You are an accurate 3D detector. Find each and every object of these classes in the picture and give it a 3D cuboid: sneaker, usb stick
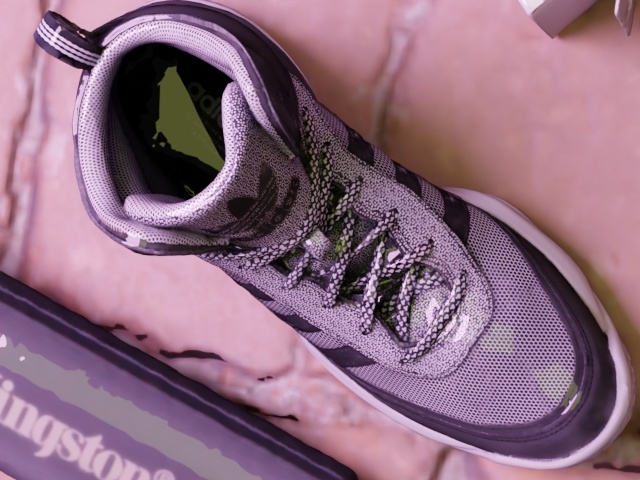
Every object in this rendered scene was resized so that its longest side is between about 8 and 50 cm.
[{"bbox_3d":[0.000,0.000,0.757,0.268,0.153,0.101,39,99,10],"label":"sneaker"},{"bbox_3d":[-0.112,0.068,0.828,0.278,0.045,0.077,29,97,5],"label":"usb stick"}]

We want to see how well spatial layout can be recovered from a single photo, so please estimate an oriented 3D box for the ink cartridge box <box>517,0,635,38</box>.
[{"bbox_3d":[0.090,-0.150,0.766,0.090,0.092,0.143,-37,84,11],"label":"ink cartridge box"}]
